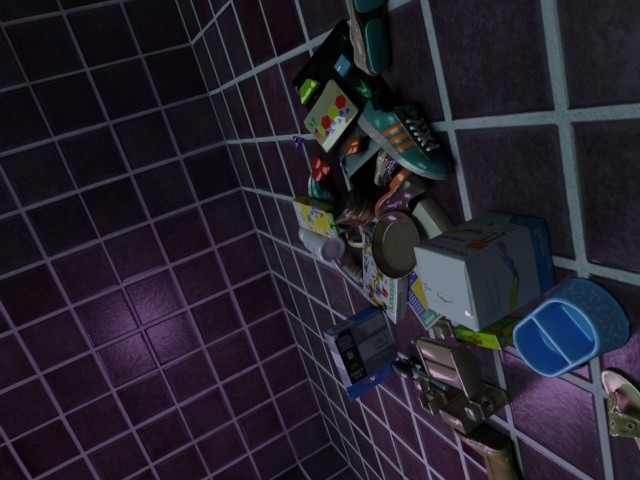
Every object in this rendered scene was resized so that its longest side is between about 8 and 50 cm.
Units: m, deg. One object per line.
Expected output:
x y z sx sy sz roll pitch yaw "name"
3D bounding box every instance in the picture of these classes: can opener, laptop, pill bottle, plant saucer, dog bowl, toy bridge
0.376 0.506 1.747 0.280 0.093 0.074 11 122 60 "can opener"
0.103 -0.391 1.528 0.408 0.236 0.382 -41 73 40 "laptop"
0.000 0.000 2.054 0.229 0.131 0.131 36 144 55 "pill bottle"
0.228 0.014 1.403 0.199 0.036 0.198 0 90 53 "plant saucer"
0.526 0.202 1.040 0.166 0.074 0.297 57 159 24 "dog bowl"
0.143 0.001 1.795 0.188 0.063 0.026 28 138 60 "toy bridge"

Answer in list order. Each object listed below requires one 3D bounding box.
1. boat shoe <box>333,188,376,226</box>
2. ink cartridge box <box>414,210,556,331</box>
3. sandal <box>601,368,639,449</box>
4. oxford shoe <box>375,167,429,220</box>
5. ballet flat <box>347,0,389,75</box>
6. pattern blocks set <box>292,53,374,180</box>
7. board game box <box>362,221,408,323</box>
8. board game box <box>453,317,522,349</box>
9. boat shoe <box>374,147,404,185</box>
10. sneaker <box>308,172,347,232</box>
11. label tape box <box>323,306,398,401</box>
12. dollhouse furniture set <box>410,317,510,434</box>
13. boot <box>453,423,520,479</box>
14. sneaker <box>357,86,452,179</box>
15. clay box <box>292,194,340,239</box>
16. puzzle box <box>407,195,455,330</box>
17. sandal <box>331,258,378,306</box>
0.122 -0.096 1.635 0.324 0.120 0.122 -128 60 -85 "boat shoe"
0.361 0.058 1.060 0.171 0.233 0.168 21 131 62 "ink cartridge box"
0.632 0.388 0.970 0.240 0.079 0.088 63 160 9 "sandal"
0.236 -0.109 1.401 0.098 0.097 0.271 53 158 15 "oxford shoe"
0.105 -0.571 1.190 0.106 0.108 0.316 43 148 46 "ballet flat"
0.029 -0.364 1.420 0.325 0.026 0.285 -39 73 40 "pattern blocks set"
0.215 0.111 1.599 0.193 0.053 0.305 45 151 44 "board game box"
0.442 0.240 1.265 0.043 0.092 0.181 66 160 -3 "board game box"
0.201 -0.205 1.368 0.073 0.080 0.223 28 167 15 "boat shoe"
0.039 -0.153 1.871 0.110 0.107 0.275 9 130 49 "sneaker"
0.185 0.475 1.963 0.106 0.241 0.333 1 114 66 "label tape box"
0.386 0.345 1.396 0.303 0.174 0.355 -1 112 68 "dollhouse furniture set"
0.551 0.736 1.556 0.236 0.089 0.269 15 127 65 "boot"
0.224 -0.276 1.215 0.302 0.108 0.121 44 132 22 "sneaker"
-0.007 -0.089 1.838 0.222 0.053 0.127 22 139 42 "clay box"
0.327 0.086 1.442 0.272 0.052 0.409 58 159 20 "puzzle box"
0.155 0.155 1.941 0.265 0.076 0.102 44 173 1 "sandal"
